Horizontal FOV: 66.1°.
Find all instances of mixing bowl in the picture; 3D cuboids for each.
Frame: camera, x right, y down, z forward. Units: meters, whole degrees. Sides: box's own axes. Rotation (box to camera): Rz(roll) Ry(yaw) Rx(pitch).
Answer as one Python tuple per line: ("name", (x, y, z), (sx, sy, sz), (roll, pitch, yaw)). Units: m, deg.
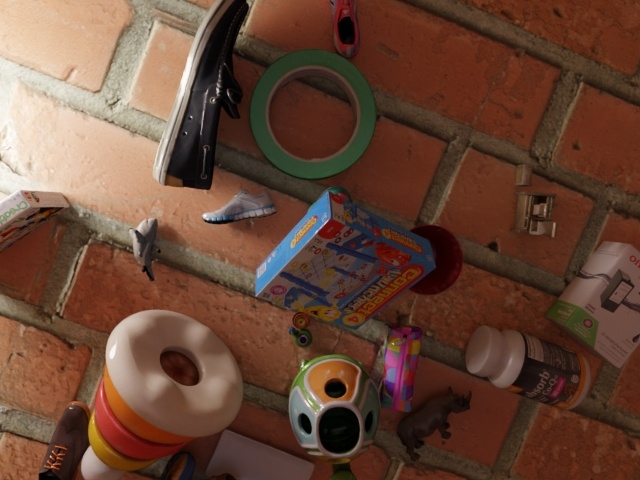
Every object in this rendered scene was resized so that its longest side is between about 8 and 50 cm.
("mixing bowl", (0.272, 0.046, 1.292), (0.181, 0.098, 0.182), (0, 95, -3))

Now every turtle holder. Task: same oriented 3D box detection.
("turtle holder", (0.026, 0.462, 1.243), (0.243, 0.227, 0.320), (23, 92, -5))

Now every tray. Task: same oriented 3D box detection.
("tray", (-0.164, 0.622, 1.343), (0.270, 0.030, 0.145), (24, 93, -5))

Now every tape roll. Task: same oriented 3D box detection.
("tape roll", (-0.020, -0.317, 1.261), (0.321, 0.077, 0.321), (0, 93, -3))

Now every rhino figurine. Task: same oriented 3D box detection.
("rhino figurine", (0.315, 0.484, 1.340), (0.243, 0.073, 0.106), (-36, 98, -2))

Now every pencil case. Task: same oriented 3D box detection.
("pencil case", (0.212, 0.336, 1.310), (0.104, 0.104, 0.236), (5, 95, -4))

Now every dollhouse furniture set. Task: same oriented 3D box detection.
("dollhouse furniture set", (0.582, -0.104, 1.267), (0.101, 0.161, 0.182), (4, 95, -4))

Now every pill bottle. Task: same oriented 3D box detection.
("pill bottle", (0.540, 0.329, 1.296), (0.278, 0.162, 0.162), (19, 93, -4))

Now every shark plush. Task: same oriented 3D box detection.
("shark plush", (-0.445, 0.026, 1.274), (0.067, 0.073, 0.161), (-11, 90, -33))

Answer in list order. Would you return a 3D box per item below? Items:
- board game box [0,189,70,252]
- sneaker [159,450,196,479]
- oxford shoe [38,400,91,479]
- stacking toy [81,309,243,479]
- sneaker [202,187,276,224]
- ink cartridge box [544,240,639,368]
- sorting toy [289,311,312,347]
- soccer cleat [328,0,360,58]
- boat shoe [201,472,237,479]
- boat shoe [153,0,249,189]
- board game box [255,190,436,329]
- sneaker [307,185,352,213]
("board game box", (-0.782, -0.017, 1.180), (0.305, 0.193, 0.053), (-34, 95, 0))
("sneaker", (-0.378, 0.699, 1.311), (0.131, 0.112, 0.297), (22, 99, -17))
("oxford shoe", (-0.664, 0.556, 1.274), (0.096, 0.098, 0.271), (14, 93, -4))
("stacking toy", (-0.452, 0.439, 1.223), (0.350, 0.350, 0.480), (40, 110, -5))
("sneaker", (-0.215, -0.091, 1.276), (0.190, 0.071, 0.083), (-12, 88, -11))
("ink cartridge box", (0.783, 0.166, 1.321), (0.198, 0.115, 0.273), (38, 91, -5))
("sorting toy", (-0.054, 0.242, 1.315), (0.061, 0.042, 0.102), (-8, 95, -3))
("soccer cleat", (0.058, -0.586, 1.236), (0.083, 0.095, 0.248), (-7, 95, -3))
("boat shoe", (-0.194, 0.742, 1.289), (0.116, 0.123, 0.324), (-36, 104, 11))
("boat shoe", (-0.259, -0.354, 1.197), (0.156, 0.187, 0.500), (19, 98, -10))
("board game box", (0.052, 0.066, 1.158), (0.301, 0.086, 0.308), (23, 131, -27))
("sneaker", (0.000, 0.000, 1.232), (0.123, 0.178, 0.296), (24, 93, -5))
